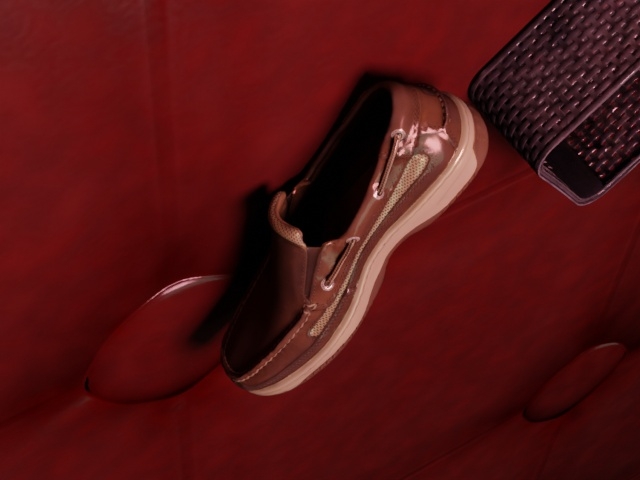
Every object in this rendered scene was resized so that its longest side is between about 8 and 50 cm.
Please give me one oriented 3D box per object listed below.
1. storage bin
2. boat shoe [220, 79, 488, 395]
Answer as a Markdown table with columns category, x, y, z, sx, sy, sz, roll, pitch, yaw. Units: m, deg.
| category | x | y | z | sx | sy | sz | roll | pitch | yaw |
| --- | --- | --- | --- | --- | --- | --- | --- | --- | --- |
| storage bin | 0.210 | -0.123 | 0.948 | 0.180 | 0.084 | 0.122 | -43 | 151 | 13 |
| boat shoe | -0.003 | -0.005 | 0.898 | 0.095 | 0.095 | 0.257 | 20 | 114 | -41 |
